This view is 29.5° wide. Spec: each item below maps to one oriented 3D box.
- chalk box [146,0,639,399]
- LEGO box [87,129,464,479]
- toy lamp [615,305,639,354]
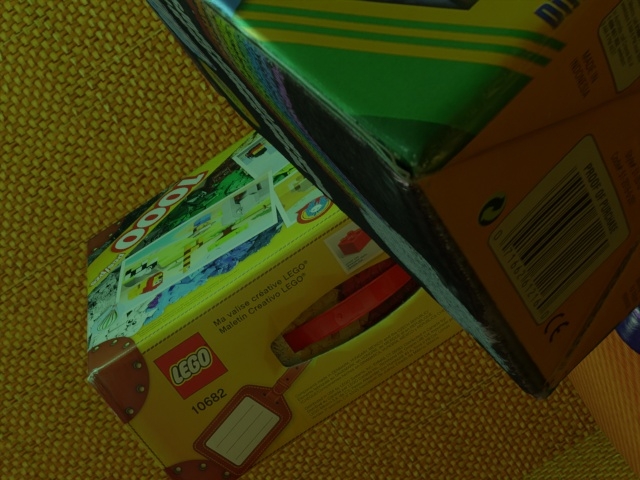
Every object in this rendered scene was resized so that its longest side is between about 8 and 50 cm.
[{"bbox_3d":[0.032,-0.118,0.468,0.289,0.179,0.180,45,177,34],"label":"chalk box"},{"bbox_3d":[0.000,0.000,1.341,0.193,0.500,0.372,55,-177,-24],"label":"LEGO box"},{"bbox_3d":[0.221,0.041,0.743,0.080,0.080,0.274,58,-169,18],"label":"toy lamp"}]
